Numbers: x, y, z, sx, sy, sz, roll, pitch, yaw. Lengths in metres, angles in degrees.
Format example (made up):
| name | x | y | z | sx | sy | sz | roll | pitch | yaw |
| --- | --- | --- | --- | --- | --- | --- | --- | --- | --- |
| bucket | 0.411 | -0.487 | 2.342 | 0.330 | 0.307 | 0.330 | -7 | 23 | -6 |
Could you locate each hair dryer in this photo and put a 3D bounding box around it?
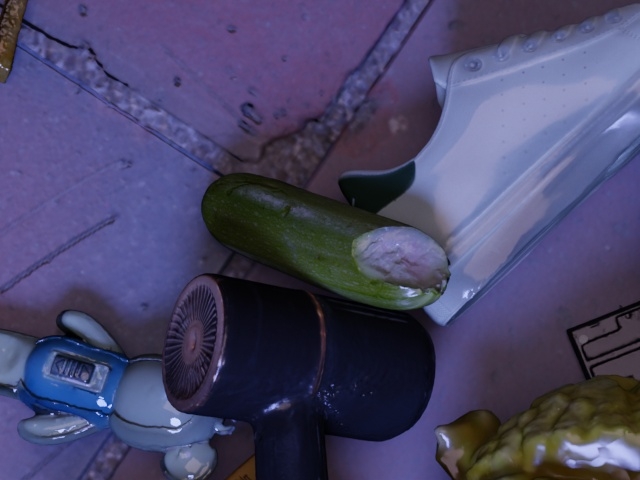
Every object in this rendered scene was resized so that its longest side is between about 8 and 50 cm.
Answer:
| name | x | y | z | sx | sy | sz | roll | pitch | yaw |
| --- | --- | --- | --- | --- | --- | --- | --- | --- | --- |
| hair dryer | -0.004 | 0.200 | 1.337 | 0.189 | 0.107 | 0.352 | 11 | 59 | -27 |

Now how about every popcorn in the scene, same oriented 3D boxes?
| name | x | y | z | sx | sy | sz | roll | pitch | yaw |
| --- | --- | --- | --- | --- | --- | --- | --- | --- | --- |
| popcorn | 0.193 | 0.226 | 1.335 | 0.258 | 0.224 | 0.270 | -27 | 75 | 2 |

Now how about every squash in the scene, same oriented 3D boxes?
| name | x | y | z | sx | sy | sz | roll | pitch | yaw |
| --- | --- | --- | --- | --- | --- | --- | --- | --- | --- |
| squash | 0.000 | 0.000 | 1.413 | 0.239 | 0.069 | 0.069 | 21 | 80 | 38 |

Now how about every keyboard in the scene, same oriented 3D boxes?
| name | x | y | z | sx | sy | sz | roll | pitch | yaw |
| --- | --- | --- | --- | --- | --- | --- | --- | --- | --- |
| keyboard | 0.296 | 0.061 | 1.466 | 0.202 | 0.011 | 0.067 | -21 | 82 | -2 |

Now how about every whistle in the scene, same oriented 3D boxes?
| name | x | y | z | sx | sy | sz | roll | pitch | yaw |
| --- | --- | --- | --- | --- | --- | --- | --- | --- | --- |
| whistle | -0.176 | 0.112 | 1.445 | 0.236 | 0.077 | 0.114 | 13 | 72 | 10 |

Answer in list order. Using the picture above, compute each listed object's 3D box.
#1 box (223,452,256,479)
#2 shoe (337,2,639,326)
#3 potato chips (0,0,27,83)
| name | x | y | z | sx | sy | sz | roll | pitch | yaw |
| --- | --- | --- | --- | --- | --- | --- | --- | --- | --- |
| box | -0.073 | 0.290 | 1.331 | 0.174 | 0.076 | 0.274 | 42 | 46 | 9 |
| shoe | 0.171 | -0.111 | 1.443 | 0.363 | 0.132 | 0.160 | -44 | 82 | 1 |
| potato chips | -0.230 | -0.226 | 1.528 | 0.037 | 0.026 | 0.204 | 22 | 80 | -8 |
